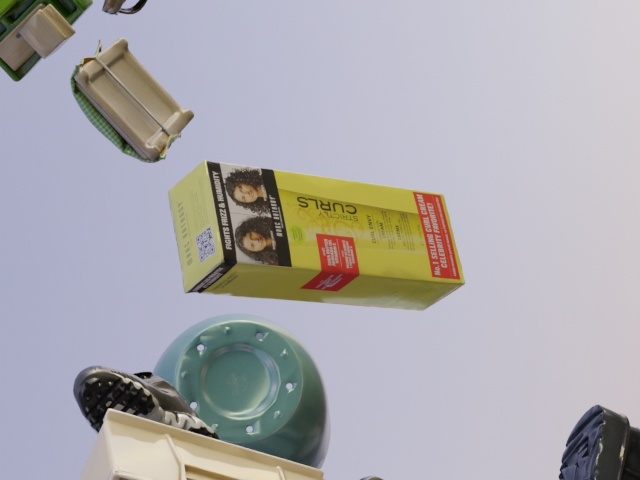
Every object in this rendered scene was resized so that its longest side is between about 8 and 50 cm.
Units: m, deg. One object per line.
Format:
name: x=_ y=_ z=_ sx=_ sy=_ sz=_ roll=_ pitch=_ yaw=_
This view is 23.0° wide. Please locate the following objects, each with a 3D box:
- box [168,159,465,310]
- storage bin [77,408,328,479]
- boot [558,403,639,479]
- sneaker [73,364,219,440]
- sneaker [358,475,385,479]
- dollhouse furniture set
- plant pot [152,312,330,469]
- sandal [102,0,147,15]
box: x=0.000 y=0.000 z=1.197 sx=0.232 sy=0.058 sz=0.087 roll=8 pitch=-119 yaw=-37
storage bin: x=-0.121 y=0.320 z=1.416 sx=0.262 sy=0.260 sz=0.123 roll=-65 pitch=21 yaw=16
boot: x=0.266 y=0.253 z=1.131 sx=0.094 sy=0.207 sz=0.246 roll=121 pitch=171 yaw=-48
sneaker: x=-0.219 y=0.194 z=1.854 sx=0.078 sy=0.106 sz=0.234 roll=-48 pitch=-44 yaw=5
sneaker: x=0.029 y=0.410 z=1.893 sx=0.106 sy=0.101 sz=0.267 roll=-38 pitch=18 yaw=39
dollhouse furniture set: x=-0.331 y=-0.198 z=2.044 sx=0.301 sy=0.151 sz=0.197 roll=47 pitch=-158 yaw=-8
plant pot: x=-0.121 y=0.239 z=2.295 sx=0.235 sy=0.293 sz=0.293 roll=102 pitch=-177 yaw=-67
sandal: x=-0.226 y=-0.300 z=1.872 sx=0.180 sy=0.049 sz=0.072 roll=-100 pitch=26 yaw=-73
